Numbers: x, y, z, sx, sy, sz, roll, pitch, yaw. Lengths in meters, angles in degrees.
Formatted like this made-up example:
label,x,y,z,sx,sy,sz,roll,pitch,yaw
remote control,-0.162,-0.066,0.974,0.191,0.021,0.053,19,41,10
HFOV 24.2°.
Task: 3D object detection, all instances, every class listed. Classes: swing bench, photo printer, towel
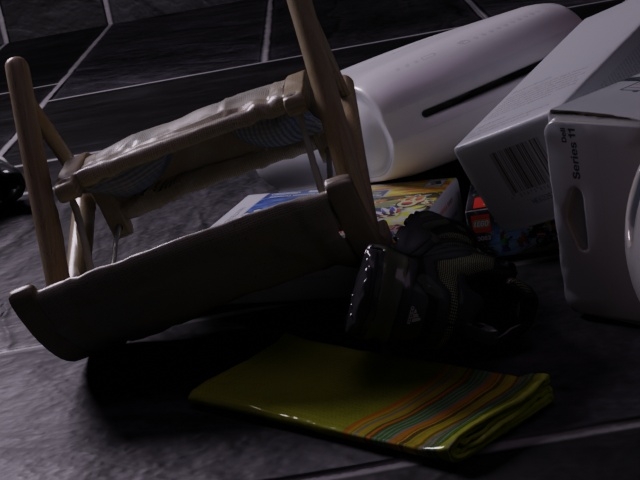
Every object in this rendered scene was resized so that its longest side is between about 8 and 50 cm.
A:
label,x,y,z,sx,sy,sz,roll,pitch,yaw
swing bench,-0.092,-0.042,1.137,0.253,0.165,0.254,-18,52,8
photo printer,0.097,-0.133,1.426,0.256,0.107,0.307,-25,8,-23
towel,0.026,0.096,0.957,0.237,0.021,0.102,6,22,45

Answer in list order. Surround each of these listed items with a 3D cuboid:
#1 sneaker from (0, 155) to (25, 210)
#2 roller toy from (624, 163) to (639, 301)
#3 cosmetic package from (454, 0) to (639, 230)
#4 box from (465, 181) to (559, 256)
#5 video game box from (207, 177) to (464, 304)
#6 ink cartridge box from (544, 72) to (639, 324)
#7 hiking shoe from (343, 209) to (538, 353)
label,x,y,z,sx,sy,sz,roll,pitch,yaw
sneaker,-0.426,-0.045,1.626,0.234,0.078,0.106,-18,15,-32
roller toy,0.268,-0.001,0.808,0.209,0.191,0.146,-19,6,7
cosmetic package,0.218,-0.110,1.173,0.117,0.085,0.231,-18,18,49
box,0.212,-0.048,1.291,0.159,0.044,0.233,-7,16,11
video game box,0.000,0.000,1.260,0.205,0.048,0.187,-4,20,20
ink cartridge box,0.264,-0.045,1.054,0.208,0.153,0.087,-24,22,-36
hiking shoe,0.093,0.041,1.032,0.114,0.086,0.227,21,16,13
